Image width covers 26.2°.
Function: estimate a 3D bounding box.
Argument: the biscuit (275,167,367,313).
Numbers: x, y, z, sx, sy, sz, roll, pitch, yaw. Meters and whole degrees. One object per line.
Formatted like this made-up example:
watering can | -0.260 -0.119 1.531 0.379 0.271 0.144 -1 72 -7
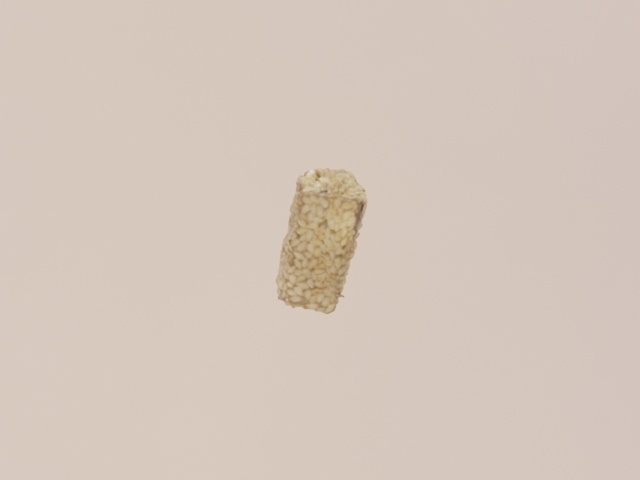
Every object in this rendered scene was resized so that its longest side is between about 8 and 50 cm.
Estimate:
biscuit | 0.000 0.000 1.525 0.082 0.168 0.070 7 -145 -8
